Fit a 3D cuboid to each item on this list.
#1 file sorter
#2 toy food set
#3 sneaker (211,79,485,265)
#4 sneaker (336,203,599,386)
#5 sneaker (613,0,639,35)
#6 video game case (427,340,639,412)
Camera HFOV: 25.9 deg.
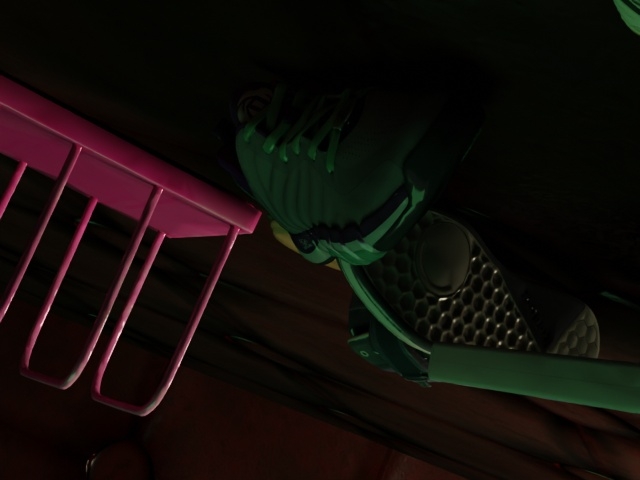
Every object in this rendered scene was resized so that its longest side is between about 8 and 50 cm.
[{"bbox_3d":[-0.237,-0.003,1.061,0.290,0.182,0.202,28,168,-21],"label":"file sorter"},{"bbox_3d":[0.000,0.000,1.012,0.083,0.020,0.082,26,169,-14],"label":"toy food set"},{"bbox_3d":[-0.002,-0.042,0.677,0.098,0.083,0.223,37,163,-8],"label":"sneaker"},{"bbox_3d":[0.051,0.034,0.899,0.226,0.086,0.163,31,164,-39],"label":"sneaker"},{"bbox_3d":[0.119,-0.071,0.406,0.083,0.032,0.037,14,166,37],"label":"sneaker"},{"bbox_3d":[0.231,0.093,0.773,0.285,0.025,0.204,12,175,-24],"label":"video game case"}]
